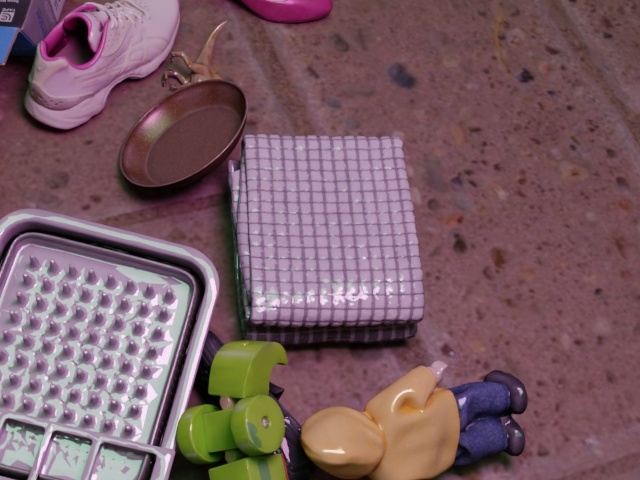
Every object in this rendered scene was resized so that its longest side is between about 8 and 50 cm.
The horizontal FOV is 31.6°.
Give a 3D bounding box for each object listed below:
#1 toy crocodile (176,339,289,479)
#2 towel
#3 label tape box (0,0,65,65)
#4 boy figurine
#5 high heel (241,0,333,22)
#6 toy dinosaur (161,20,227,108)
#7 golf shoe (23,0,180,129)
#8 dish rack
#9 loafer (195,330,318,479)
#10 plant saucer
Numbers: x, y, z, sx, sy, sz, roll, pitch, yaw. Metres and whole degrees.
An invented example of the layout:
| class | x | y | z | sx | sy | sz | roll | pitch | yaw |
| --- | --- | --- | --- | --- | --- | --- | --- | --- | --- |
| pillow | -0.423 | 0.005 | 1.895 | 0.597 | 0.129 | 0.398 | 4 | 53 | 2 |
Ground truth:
| class | x | y | z | sx | sy | sz | roll | pitch | yaw |
| --- | --- | --- | --- | --- | --- | --- | --- | --- | --- |
| toy crocodile | -0.076 | 0.277 | 1.246 | 0.105 | 0.115 | 0.340 | 8 | 70 | -50 |
| towel | 0.000 | 0.000 | 1.479 | 0.235 | 0.121 | 0.283 | -1 | 59 | -10 |
| label tape box | -0.498 | -0.338 | 1.585 | 0.241 | 0.106 | 0.333 | 4 | 55 | 6 |
| boy figurine | 0.108 | 0.232 | 1.326 | 0.285 | 0.177 | 0.092 | -8 | 16 | -25 |
| high heel | -0.094 | -0.412 | 1.730 | 0.244 | 0.117 | 0.082 | 17 | 55 | 0 |
| toy dinosaur | -0.180 | -0.242 | 1.652 | 0.093 | 0.053 | 0.183 | 10 | 62 | -23 |
| golf shoe | -0.296 | -0.286 | 1.596 | 0.115 | 0.140 | 0.306 | 30 | 55 | 11 |
| dish rack | -0.285 | 0.144 | 1.318 | 0.285 | 0.072 | 0.333 | 14 | 68 | 0 |
| loafer | -0.081 | 0.197 | 1.358 | 0.078 | 0.076 | 0.223 | -28 | 71 | -32 |
| plant saucer | -0.179 | -0.138 | 1.535 | 0.198 | 0.036 | 0.198 | -18 | 44 | 18 |
